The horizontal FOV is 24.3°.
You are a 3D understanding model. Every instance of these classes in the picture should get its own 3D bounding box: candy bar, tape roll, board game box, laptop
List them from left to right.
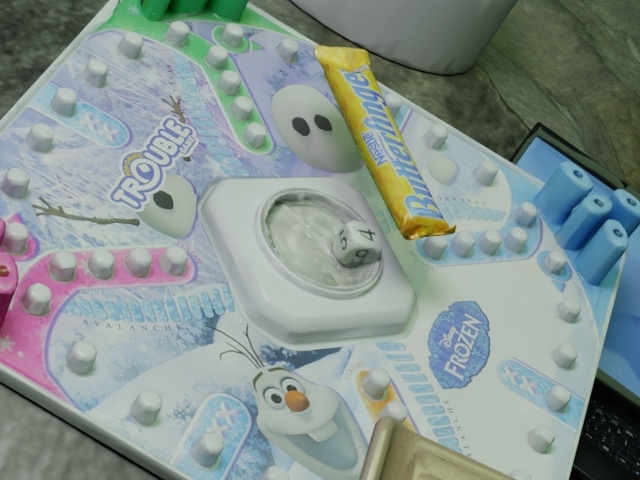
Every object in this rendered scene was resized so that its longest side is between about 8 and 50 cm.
[{"bbox_3d":[0.000,0.000,0.883,0.390,0.050,0.390,31,41,-3],"label":"board game box"},{"bbox_3d":[0.059,-0.288,1.466,0.286,0.100,0.286,25,29,-15],"label":"tape roll"},{"bbox_3d":[0.039,-0.061,0.915,0.040,0.018,0.161,1,49,-32],"label":"candy bar"},{"bbox_3d":[0.191,0.052,1.004,0.234,0.136,0.264,36,16,5],"label":"laptop"}]

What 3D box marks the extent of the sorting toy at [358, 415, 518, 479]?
[{"bbox_3d":[0.088,0.206,0.696,0.208,0.038,0.193,29,53,-14],"label":"sorting toy"}]
